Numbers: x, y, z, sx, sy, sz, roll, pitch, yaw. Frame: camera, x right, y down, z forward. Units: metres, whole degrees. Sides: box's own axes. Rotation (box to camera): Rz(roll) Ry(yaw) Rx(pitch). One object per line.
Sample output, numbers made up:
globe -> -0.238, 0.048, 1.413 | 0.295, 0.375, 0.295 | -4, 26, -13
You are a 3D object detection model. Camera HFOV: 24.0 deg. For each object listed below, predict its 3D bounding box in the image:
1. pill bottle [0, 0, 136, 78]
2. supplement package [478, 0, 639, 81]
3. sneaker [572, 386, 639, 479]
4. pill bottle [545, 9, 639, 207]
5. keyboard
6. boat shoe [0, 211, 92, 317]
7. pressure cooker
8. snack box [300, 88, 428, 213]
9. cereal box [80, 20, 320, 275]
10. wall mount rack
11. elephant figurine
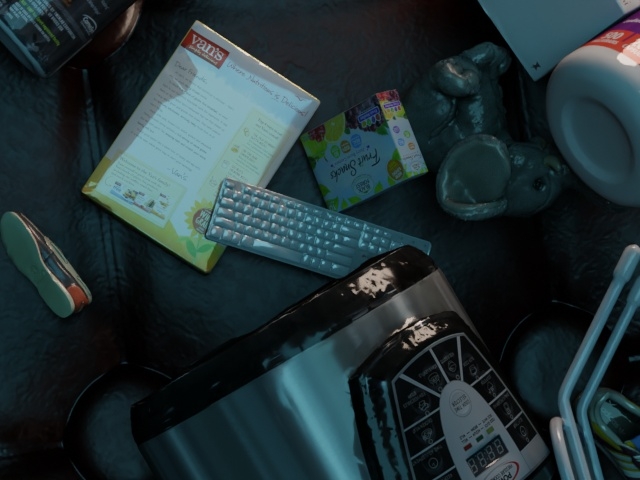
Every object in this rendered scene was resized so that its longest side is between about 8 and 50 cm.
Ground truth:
pill bottle -> -0.259, -0.304, 1.676 | 0.246, 0.130, 0.130 | -43, 90, -9
supplement package -> 0.285, -0.321, 1.687 | 0.203, 0.149, 0.194 | -33, 88, -44
sneaker -> 0.367, 0.240, 1.710 | 0.185, 0.084, 0.069 | 40, 81, -1
pill bottle -> 0.406, -0.181, 1.599 | 0.323, 0.181, 0.181 | -33, 88, -24
keyboard -> 0.000, 0.000, 1.705 | 0.256, 0.014, 0.072 | 17, 85, -15
boat shoe -> -0.306, 0.023, 1.680 | 0.137, 0.049, 0.043 | 54, 39, 4
pressure cooker -> 0.054, 0.257, 1.538 | 0.370, 0.375, 0.420 | -30, 88, 9
snack box -> 0.047, -0.097, 1.685 | 0.037, 0.141, 0.100 | -20, 86, -41
cereal box -> -0.135, -0.105, 1.709 | 0.173, 0.047, 0.240 | 34, 80, -4
wall mount rack -> 0.302, 0.179, 1.518 | 0.131, 0.350, 0.304 | -15, 77, 11
elephant figurine -> 0.192, -0.087, 1.684 | 0.169, 0.186, 0.239 | -23, 81, -35
